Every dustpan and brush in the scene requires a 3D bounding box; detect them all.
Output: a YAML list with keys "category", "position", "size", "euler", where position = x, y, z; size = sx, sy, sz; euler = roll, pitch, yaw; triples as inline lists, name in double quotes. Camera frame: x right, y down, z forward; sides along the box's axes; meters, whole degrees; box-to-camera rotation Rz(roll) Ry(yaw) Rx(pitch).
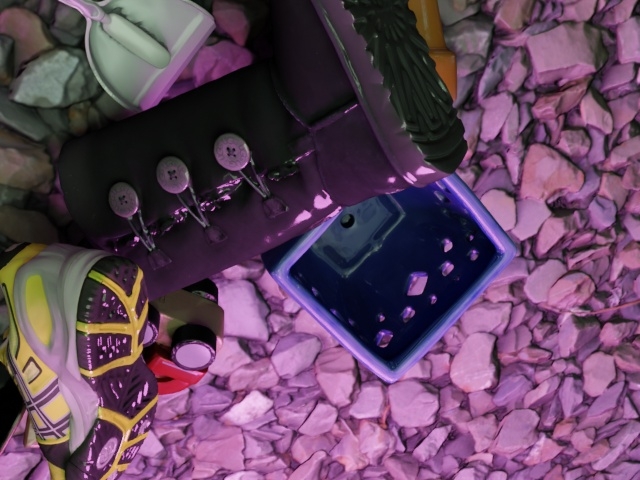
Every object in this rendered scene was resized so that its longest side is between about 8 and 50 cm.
- category: "dustpan and brush"
  position: [-0.230, -0.240, 1.076]
  size: [0.211, 0.060, 0.147]
  euler: [33, 101, -31]

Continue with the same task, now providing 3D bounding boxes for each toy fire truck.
- category: "toy fire truck"
  position: [-0.267, 0.151, 1.233]
  size: [0.217, 0.158, 0.246]
  euler: [25, 125, -24]

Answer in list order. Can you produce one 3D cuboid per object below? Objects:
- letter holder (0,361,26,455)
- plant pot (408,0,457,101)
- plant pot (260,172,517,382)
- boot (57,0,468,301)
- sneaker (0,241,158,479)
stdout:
- category: "letter holder"
  position: [-0.490, 0.284, 1.160]
  size: [0.152, 0.214, 0.302]
  euler: [29, 103, -30]
- category: "plant pot"
  position: [0.054, -0.254, 1.109]
  size: [0.205, 0.205, 0.188]
  euler: [-5, 102, -18]
- category: "plant pot"
  position: [0.058, -0.008, 1.200]
  size: [0.236, 0.212, 0.236]
  euler: [-46, 118, 0]
- category: "boot"
  position: [-0.111, -0.159, 1.032]
  size: [0.146, 0.445, 0.367]
  euler: [-20, 89, -53]
- category: "sneaker"
  position: [-0.281, 0.153, 1.104]
  size: [0.147, 0.145, 0.385]
  euler: [21, 126, 17]
